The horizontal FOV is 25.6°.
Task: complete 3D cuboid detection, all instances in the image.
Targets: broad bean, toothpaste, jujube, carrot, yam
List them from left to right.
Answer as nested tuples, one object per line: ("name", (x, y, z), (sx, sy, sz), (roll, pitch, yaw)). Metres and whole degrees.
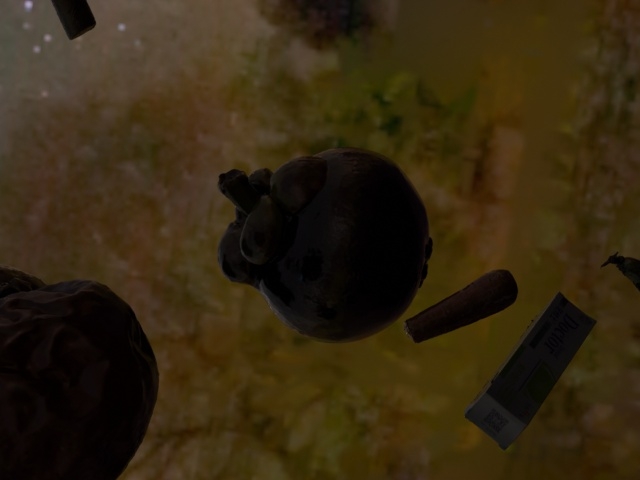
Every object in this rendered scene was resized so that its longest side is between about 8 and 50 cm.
("jujube", (-0.373, 0.205, 1.657), (0.276, 0.376, 0.276), (-22, -90, -81))
("yam", (-0.303, -0.287, 1.705), (0.043, 0.043, 0.094), (-76, -32, -58))
("carrot", (0.190, 0.091, 1.890), (0.055, 0.161, 0.055), (61, 174, 11))
("toothpaste", (0.319, 0.188, 2.121), (0.067, 0.081, 0.336), (-55, -8, 36))
("broad bean", (0.492, 0.106, 2.049), (0.227, 0.069, 0.039), (55, -164, -7))

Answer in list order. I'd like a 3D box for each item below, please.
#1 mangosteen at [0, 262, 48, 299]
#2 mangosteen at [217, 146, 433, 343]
("mangosteen", (-0.529, 0.186, 2.187), (0.330, 0.330, 0.330), (9, -90, -87))
("mangosteen", (0.008, 0.012, 2.063), (0.297, 0.313, 0.297), (164, 90, -84))
